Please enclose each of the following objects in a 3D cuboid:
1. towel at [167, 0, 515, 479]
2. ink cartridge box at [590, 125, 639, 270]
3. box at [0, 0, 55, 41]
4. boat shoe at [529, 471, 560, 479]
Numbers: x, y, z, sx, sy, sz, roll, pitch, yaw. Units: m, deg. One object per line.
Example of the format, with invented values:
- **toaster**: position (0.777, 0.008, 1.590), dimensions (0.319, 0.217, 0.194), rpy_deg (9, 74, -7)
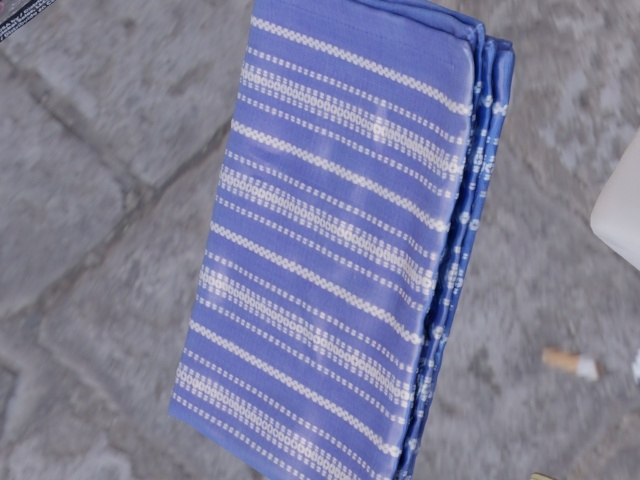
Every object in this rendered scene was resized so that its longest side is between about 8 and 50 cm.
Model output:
- **towel**: position (0.000, 0.000, 1.246), dimensions (0.040, 0.243, 0.336), rpy_deg (1, 107, -40)
- **ink cartridge box**: position (0.276, 0.046, 0.407), dimensions (0.279, 0.384, 0.160), rpy_deg (35, 90, -25)
- **box**: position (-0.168, -0.179, 0.635), dimensions (0.163, 0.142, 0.247), rpy_deg (-38, 94, -4)
- **boat shoe**: position (0.173, 0.194, 1.192), dimensions (0.135, 0.050, 0.045), rpy_deg (37, 82, 27)
